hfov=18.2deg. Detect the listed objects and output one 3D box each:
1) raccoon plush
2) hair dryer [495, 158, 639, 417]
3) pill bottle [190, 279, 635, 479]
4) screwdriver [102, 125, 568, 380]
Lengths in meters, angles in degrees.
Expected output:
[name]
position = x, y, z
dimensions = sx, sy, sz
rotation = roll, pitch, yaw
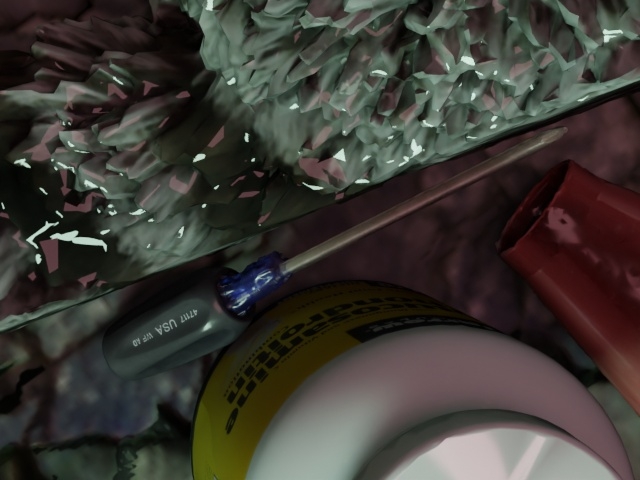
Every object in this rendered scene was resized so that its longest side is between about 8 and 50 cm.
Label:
[raccoon plush]
position = -0.005, -0.165, 0.515
dimensions = 0.446, 0.216, 0.299
rotation = -21, 90, -7
[hair dryer]
position = 0.200, 0.009, 0.603
dimensions = 0.293, 0.080, 0.223
rotation = -2, 101, 2
[pill bottle]
position = 0.024, 0.069, 0.538
dimensions = 0.103, 0.184, 0.103
rotation = -1, 95, -10
[screwdriver]
position = 0.000, 0.000, 0.563
dimensions = 0.024, 0.170, 0.025
rotation = 23, 46, -43
